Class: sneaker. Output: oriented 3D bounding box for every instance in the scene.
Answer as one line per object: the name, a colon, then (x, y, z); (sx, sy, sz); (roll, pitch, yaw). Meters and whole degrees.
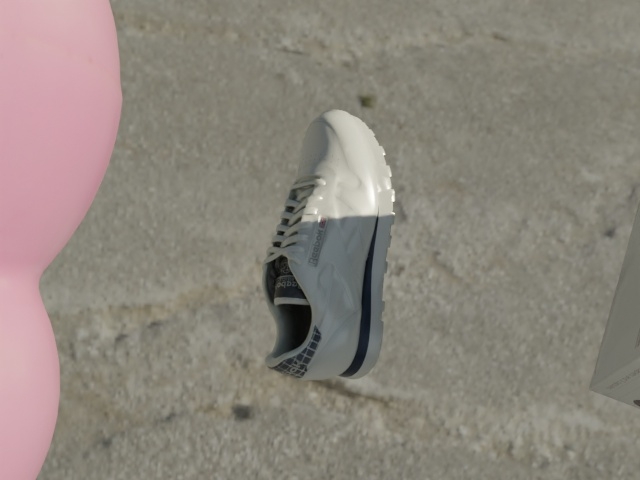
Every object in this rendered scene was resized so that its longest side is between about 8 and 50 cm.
sneaker: (0.000, 0.000, 0.955); (0.095, 0.090, 0.235); (7, 77, -34)

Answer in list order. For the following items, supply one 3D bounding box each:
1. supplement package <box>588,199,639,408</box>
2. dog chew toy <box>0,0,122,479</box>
supplement package: (0.328, 0.018, 0.833); (0.145, 0.262, 0.204); (20, 70, 2)
dog chew toy: (-0.173, 0.026, 0.360); (0.207, 0.331, 0.206); (3, -5, 0)
